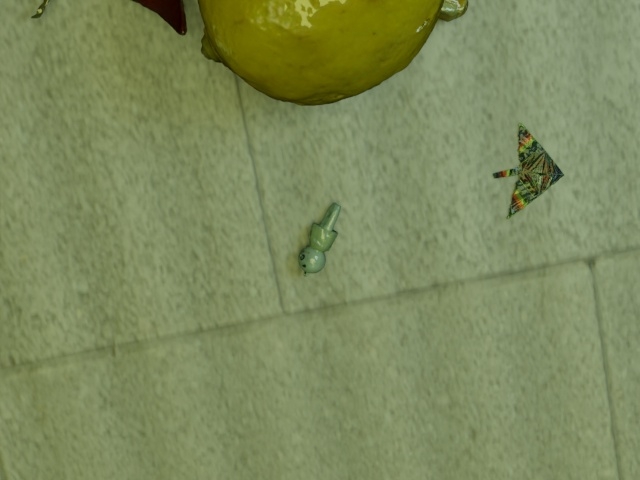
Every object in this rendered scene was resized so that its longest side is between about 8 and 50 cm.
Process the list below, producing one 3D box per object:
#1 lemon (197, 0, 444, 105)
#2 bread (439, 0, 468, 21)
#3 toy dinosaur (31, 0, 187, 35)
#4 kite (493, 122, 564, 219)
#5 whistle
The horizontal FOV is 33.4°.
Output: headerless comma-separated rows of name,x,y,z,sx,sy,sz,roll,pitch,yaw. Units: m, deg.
lemon,0.006,-0.278,1.158,0.284,0.260,0.260,-26,104,-16
bread,0.133,-0.291,1.271,0.088,0.034,0.049,15,88,-11
toy dinosaur,-0.292,-0.341,1.196,0.207,0.113,0.327,-32,105,4
kite,0.262,-0.087,1.341,0.090,0.004,0.122,-1,103,-3
whistle,0.000,0.000,1.331,0.035,0.035,0.100,23,99,-8
